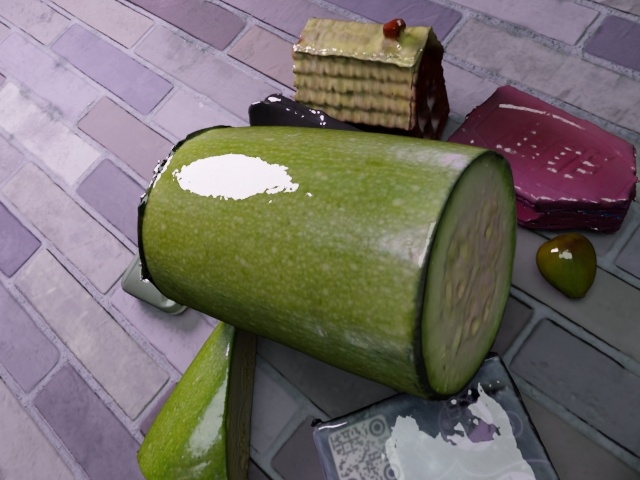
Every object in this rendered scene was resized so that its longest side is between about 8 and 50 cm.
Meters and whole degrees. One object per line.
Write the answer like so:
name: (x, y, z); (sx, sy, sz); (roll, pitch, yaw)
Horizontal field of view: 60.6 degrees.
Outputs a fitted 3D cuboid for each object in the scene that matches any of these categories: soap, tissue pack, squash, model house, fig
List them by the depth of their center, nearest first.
tissue pack: (0.157, 0.339, 0.607); (0.259, 0.122, 0.361); (-24, 63, 7)
squash: (0.000, 0.000, 0.641); (0.384, 0.263, 0.263); (13, 70, 34)
fig: (0.327, 0.035, 0.723); (0.074, 0.074, 0.088); (-17, 84, 8)
squash: (-0.120, 0.216, 0.751); (0.203, 0.111, 0.289); (30, 76, 25)
soap: (0.317, -0.102, 0.775); (0.250, 0.099, 0.162); (36, 73, 27)
model house: (0.076, -0.226, 0.814); (0.196, 0.254, 0.160); (17, 66, 23)

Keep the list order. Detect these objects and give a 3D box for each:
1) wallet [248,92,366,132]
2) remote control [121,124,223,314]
wallet: (0.051, -0.075, 0.789); (0.377, 0.197, 0.051); (30, 54, 25)
remote control: (-0.209, -0.046, 0.921); (0.128, 0.065, 0.335); (19, 72, 26)
